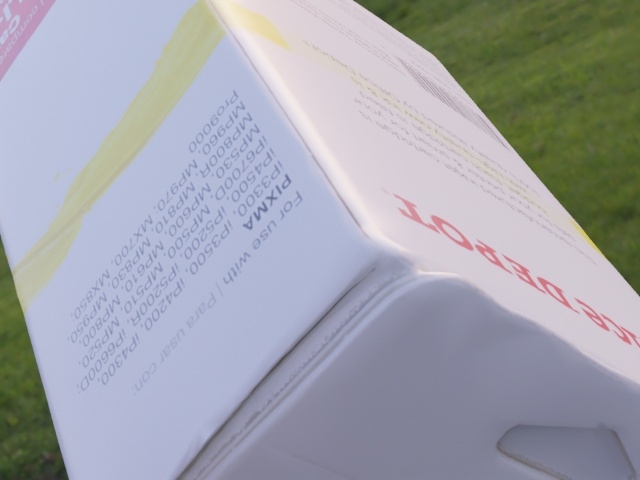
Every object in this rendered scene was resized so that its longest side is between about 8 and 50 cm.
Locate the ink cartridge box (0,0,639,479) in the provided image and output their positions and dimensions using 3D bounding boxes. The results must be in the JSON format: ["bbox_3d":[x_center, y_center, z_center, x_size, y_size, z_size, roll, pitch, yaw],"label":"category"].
[{"bbox_3d":[0.000,0.000,0.608,0.160,0.279,0.384,-49,40,15],"label":"ink cartridge box"}]
